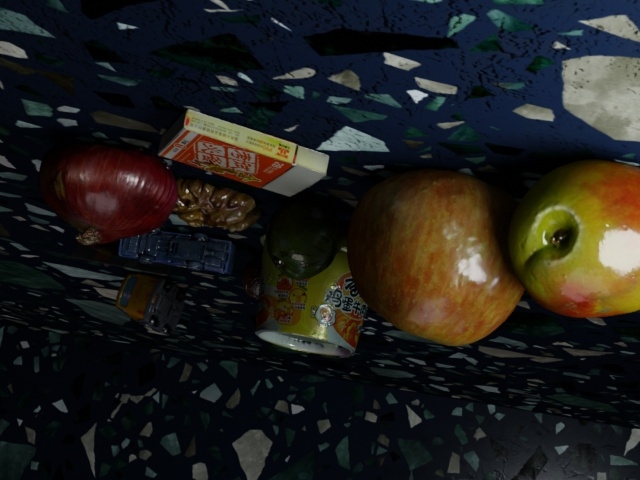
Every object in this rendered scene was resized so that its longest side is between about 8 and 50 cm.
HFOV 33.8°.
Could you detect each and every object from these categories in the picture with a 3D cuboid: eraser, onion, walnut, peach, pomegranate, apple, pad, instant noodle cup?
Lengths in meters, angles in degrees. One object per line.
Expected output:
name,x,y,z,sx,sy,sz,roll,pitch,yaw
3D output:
eraser,-0.119,-0.129,1.604,0.230,0.038,0.157,17,164,-19
onion,-0.350,-0.082,1.746,0.248,0.161,0.248,-10,171,-1
walnut,-0.195,-0.058,1.862,0.170,0.069,0.143,10,166,13
peach,0.368,0.001,1.405,0.230,0.231,0.231,10,165,3
pomegranate,0.000,0.000,1.826,0.191,0.131,0.152,5,162,-7
apple,0.175,0.033,1.588,0.277,0.250,0.309,10,167,0
pad,-0.422,0.026,2.282,0.211,0.003,0.143,10,-157,-1
instant noodle cup,-0.016,0.111,2.098,0.264,0.200,0.264,12,165,3

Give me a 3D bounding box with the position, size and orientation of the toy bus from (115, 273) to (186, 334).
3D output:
toy bus,-0.443,0.161,2.727,0.136,0.126,0.209,16,167,16

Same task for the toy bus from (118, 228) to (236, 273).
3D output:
toy bus,-0.298,0.024,2.205,0.236,0.079,0.094,8,167,11

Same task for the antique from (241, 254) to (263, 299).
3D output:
antique,-0.121,0.079,2.249,0.104,0.104,0.104,10,165,3
